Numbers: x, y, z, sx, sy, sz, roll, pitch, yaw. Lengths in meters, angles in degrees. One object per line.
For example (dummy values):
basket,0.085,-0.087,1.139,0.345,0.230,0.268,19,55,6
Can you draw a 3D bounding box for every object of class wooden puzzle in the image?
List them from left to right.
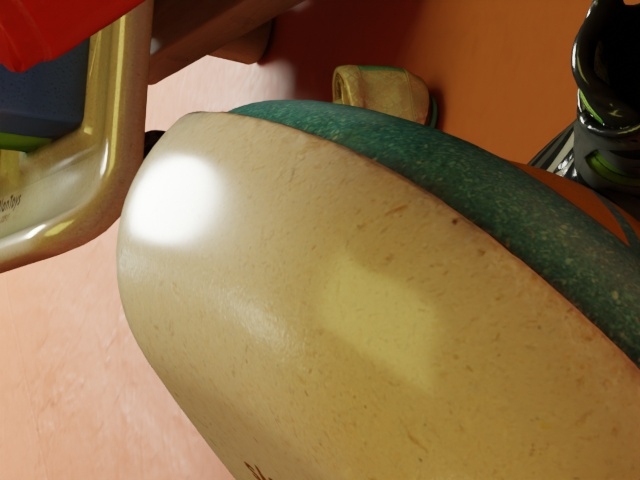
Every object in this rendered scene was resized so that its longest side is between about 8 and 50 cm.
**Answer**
wooden puzzle,-0.155,-0.152,0.929,0.322,0.080,0.348,166,114,-65

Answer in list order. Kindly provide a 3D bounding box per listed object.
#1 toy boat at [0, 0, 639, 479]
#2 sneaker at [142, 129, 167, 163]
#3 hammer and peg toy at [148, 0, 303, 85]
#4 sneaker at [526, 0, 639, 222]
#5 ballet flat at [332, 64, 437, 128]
toy boat,0.024,-0.013,0.534,0.148,0.318,0.267,-41,36,-15
sneaker,-0.052,-0.027,0.969,0.170,0.063,0.075,52,125,57
hammer and peg toy,-0.060,-0.209,1.006,0.361,0.127,0.266,163,116,-65
sneaker,0.103,-0.045,0.586,0.188,0.078,0.067,134,143,-54
ballet flat,0.000,0.000,0.838,0.168,0.052,0.057,-71,23,13
